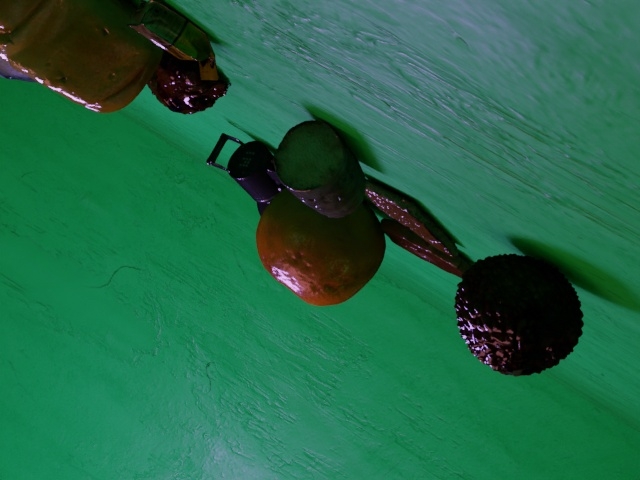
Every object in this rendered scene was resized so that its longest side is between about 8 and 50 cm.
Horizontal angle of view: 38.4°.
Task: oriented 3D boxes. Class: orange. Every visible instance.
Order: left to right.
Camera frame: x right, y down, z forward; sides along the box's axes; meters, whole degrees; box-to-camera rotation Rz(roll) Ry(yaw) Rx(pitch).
[{"bbox_3d":[0.000,0.000,1.845,0.261,0.261,0.261,32,177,2],"label":"orange"}]

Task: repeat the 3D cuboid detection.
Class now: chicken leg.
[{"bbox_3d":[-0.252,-0.276,1.523,0.177,0.083,0.322,42,172,-16],"label":"chicken leg"}]

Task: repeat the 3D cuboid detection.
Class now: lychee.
[{"bbox_3d":[0.277,0.101,1.306,0.188,0.188,0.188,32,177,2],"label":"lychee"}]

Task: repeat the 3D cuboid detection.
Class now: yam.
[{"bbox_3d":[0.006,-0.099,1.372,0.107,0.107,0.194,31,178,19],"label":"yam"}]

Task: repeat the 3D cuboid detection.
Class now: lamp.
[{"bbox_3d":[-0.110,-0.128,1.974,0.172,0.147,0.227,13,158,38],"label":"lamp"}]

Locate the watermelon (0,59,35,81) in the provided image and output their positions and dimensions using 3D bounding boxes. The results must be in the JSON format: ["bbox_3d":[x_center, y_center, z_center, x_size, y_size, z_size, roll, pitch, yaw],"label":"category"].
[{"bbox_3d":[-0.506,-0.390,1.699,0.305,0.224,0.180,33,-138,-59],"label":"watermelon"}]

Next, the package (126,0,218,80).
[{"bbox_3d":[-0.187,-0.266,1.212,0.131,0.047,0.071,32,175,-25],"label":"package"}]

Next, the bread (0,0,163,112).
[{"bbox_3d":[-0.361,-0.306,1.273,0.294,0.167,0.132,34,-160,-49],"label":"bread"}]

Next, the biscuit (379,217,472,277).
[{"bbox_3d":[0.222,0.021,1.790,0.215,0.034,0.182,28,176,23],"label":"biscuit"}]

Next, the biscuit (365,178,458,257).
[{"bbox_3d":[0.152,-0.041,1.584,0.131,0.026,0.237,32,178,34],"label":"biscuit"}]
